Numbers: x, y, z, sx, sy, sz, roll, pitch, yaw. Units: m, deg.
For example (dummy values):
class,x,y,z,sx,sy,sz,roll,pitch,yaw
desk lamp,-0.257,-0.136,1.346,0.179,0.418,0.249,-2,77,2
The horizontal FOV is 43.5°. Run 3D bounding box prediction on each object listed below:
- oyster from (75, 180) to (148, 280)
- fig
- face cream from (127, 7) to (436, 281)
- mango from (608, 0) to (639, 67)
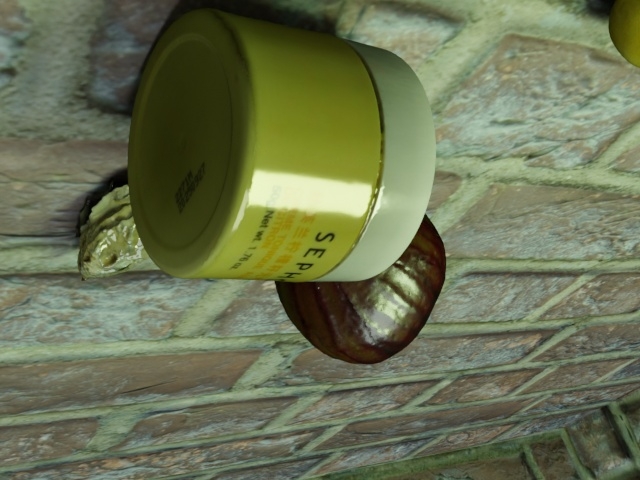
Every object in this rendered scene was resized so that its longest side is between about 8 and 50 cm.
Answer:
class,x,y,z,sx,sy,sz,roll,pitch,yaw
oyster,-0.180,-0.022,0.858,0.209,0.072,0.133,-20,157,-3
fig,0.000,0.000,0.927,0.217,0.217,0.321,-32,132,22
face cream,-0.041,-0.073,0.687,0.179,0.218,0.218,3,146,-36
mango,0.380,-0.246,0.787,0.195,0.098,0.137,-36,146,20
